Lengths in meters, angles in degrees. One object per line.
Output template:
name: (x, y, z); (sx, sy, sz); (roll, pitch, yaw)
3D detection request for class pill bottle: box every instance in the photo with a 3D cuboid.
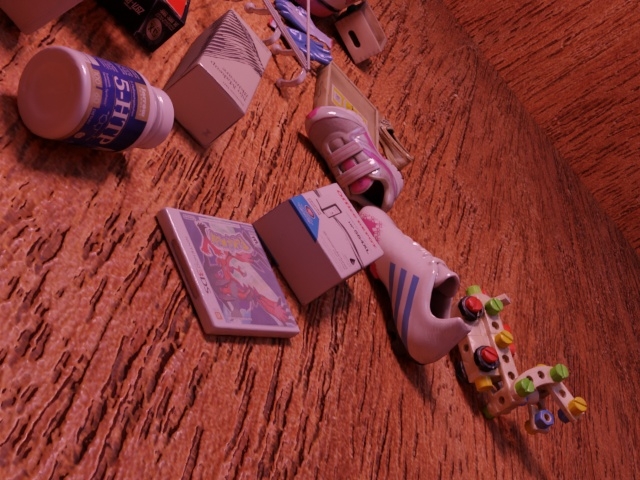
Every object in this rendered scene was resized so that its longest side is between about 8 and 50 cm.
pill bottle: (-0.272, -0.169, 1.307); (0.186, 0.112, 0.112); (7, 52, -59)

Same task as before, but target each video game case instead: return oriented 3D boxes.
video game case: (-0.122, 0.046, 1.423); (0.201, 0.023, 0.183); (12, 48, -58)

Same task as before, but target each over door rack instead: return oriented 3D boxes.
over door rack: (-0.087, -0.479, 1.988); (0.239, 0.108, 0.324); (55, 37, -44)

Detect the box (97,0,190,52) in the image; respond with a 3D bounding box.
box: (-0.281, -0.405, 1.650); (0.147, 0.077, 0.180); (43, 25, -27)

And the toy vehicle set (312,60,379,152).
toy vehicle set: (0.054, -0.253, 2.146); (0.166, 0.035, 0.267); (45, 25, -23)

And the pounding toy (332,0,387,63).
pounding toy: (0.078, -0.503, 2.480); (0.141, 0.100, 0.130); (60, 22, -17)

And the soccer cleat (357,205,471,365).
soccer cleat: (0.165, 0.057, 1.808); (0.116, 0.143, 0.331); (27, 35, -48)

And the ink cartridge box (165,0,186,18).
ink cartridge box: (-0.260, -0.464, 1.545); (0.239, 0.060, 0.275); (45, 16, -21)

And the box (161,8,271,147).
box: (-0.162, -0.264, 1.670); (0.113, 0.094, 0.275); (46, 24, -19)

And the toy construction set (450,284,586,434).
toy construction set: (0.339, 0.200, 1.943); (0.215, 0.151, 0.328); (5, 41, -30)

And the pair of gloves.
pair of gloves: (-0.037, -0.442, 2.207); (0.159, 0.023, 0.198); (35, 29, -15)

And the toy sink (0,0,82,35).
toy sink: (-0.397, -0.404, 1.319); (0.234, 0.131, 0.153); (52, 15, -37)

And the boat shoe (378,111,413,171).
boat shoe: (0.154, -0.223, 2.282); (0.056, 0.048, 0.153); (21, 41, -53)

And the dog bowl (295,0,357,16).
dog bowl: (-0.045, -0.677, 2.352); (0.408, 0.150, 0.408); (45, 19, -21)

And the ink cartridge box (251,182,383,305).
ink cartridge box: (0.000, 0.000, 1.640); (0.148, 0.086, 0.203); (56, 24, 3)

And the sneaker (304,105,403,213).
sneaker: (0.067, -0.144, 1.941); (0.252, 0.103, 0.111); (44, 24, -23)
